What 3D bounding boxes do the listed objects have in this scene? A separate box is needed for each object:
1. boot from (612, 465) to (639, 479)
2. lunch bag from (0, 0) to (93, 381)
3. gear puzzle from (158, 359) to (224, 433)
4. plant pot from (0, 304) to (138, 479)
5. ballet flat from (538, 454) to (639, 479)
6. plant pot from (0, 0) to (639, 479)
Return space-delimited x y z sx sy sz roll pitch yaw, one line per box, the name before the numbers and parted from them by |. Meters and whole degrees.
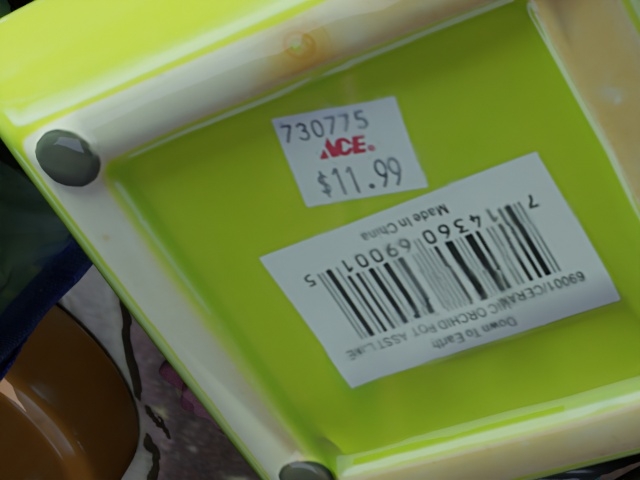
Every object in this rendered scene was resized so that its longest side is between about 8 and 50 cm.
boot | 0.270 0.113 0.570 0.280 0.096 0.264 -27 129 21
lunch bag | -0.275 -0.048 0.535 0.328 0.385 0.239 21 105 8
gear puzzle | 0.000 0.000 0.665 0.175 0.044 0.339 17 136 13
plant pot | -0.234 0.140 0.815 0.205 0.188 0.205 15 135 15
ballet flat | 0.119 0.057 0.628 0.280 0.095 0.096 -26 106 28
plant pot | 0.044 -0.050 0.451 0.228 0.207 0.227 -19 119 25
